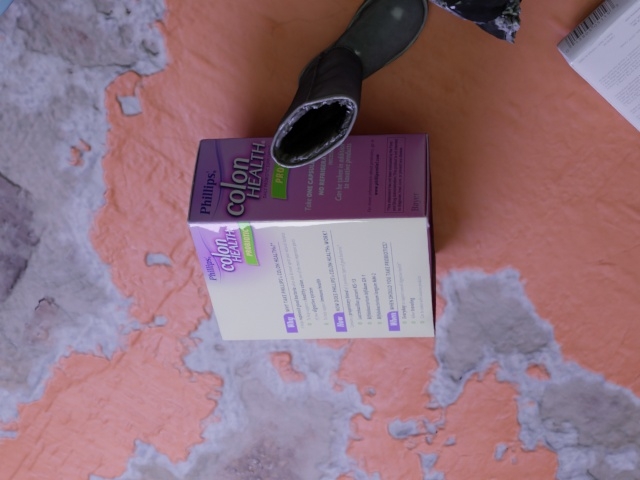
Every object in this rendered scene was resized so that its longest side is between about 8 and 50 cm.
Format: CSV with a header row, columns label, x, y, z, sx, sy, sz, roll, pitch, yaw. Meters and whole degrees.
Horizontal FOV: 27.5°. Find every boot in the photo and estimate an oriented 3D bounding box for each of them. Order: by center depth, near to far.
label,x,y,z,sx,sy,sz,roll,pitch,yaw
boot,0.031,-0.171,1.320,0.076,0.208,0.189,42,109,-5

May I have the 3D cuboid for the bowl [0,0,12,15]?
label,x,y,z,sx,sy,sz,roll,pitch,yaw
bowl,-0.402,-0.312,1.299,0.312,0.163,0.311,-8,73,29

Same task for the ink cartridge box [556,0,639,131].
label,x,y,z,sx,sy,sz,roll,pitch,yaw
ink cartridge box,0.389,-0.190,1.371,0.225,0.056,0.181,36,112,-29

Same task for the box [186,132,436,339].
label,x,y,z,sx,sy,sz,roll,pitch,yaw
box,0.000,0.000,1.397,0.243,0.117,0.213,-2,142,7

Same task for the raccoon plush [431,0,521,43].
label,x,y,z,sx,sy,sz,roll,pitch,yaw
raccoon plush,0.117,-0.398,1.234,0.446,0.216,0.299,29,104,-5
